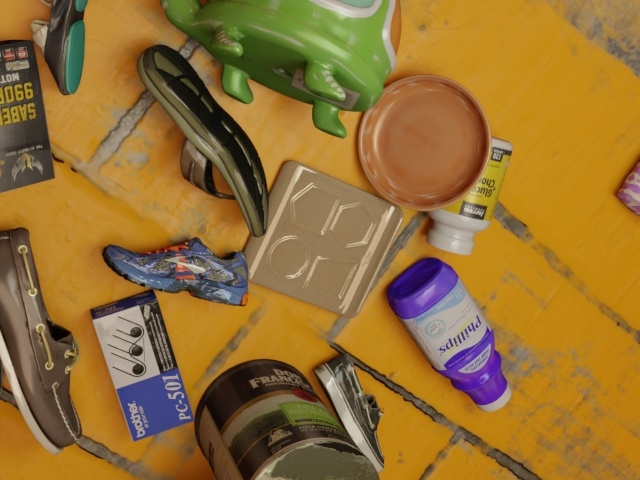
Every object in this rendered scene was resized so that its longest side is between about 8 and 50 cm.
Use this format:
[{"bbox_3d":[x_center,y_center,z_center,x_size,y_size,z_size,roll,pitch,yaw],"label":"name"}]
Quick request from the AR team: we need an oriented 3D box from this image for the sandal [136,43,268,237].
[{"bbox_3d":[-0.163,-0.131,1.259,0.086,0.120,0.303,-27,114,19],"label":"sandal"}]

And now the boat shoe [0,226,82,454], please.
[{"bbox_3d":[-0.386,0.140,1.244,0.096,0.116,0.324,-21,106,-10],"label":"boat shoe"}]

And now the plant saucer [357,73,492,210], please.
[{"bbox_3d":[0.155,-0.144,1.349,0.200,0.037,0.200,2,96,19],"label":"plant saucer"}]

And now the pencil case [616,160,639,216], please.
[{"bbox_3d":[0.588,-0.127,1.537,0.086,0.088,0.206,34,91,-24],"label":"pencil case"}]

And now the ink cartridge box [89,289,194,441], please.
[{"bbox_3d":[-0.260,0.184,1.339,0.097,0.046,0.207,-17,111,-13],"label":"ink cartridge box"}]

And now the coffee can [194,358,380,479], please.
[{"bbox_3d":[-0.056,0.319,1.328,0.201,0.275,0.202,-6,108,-19],"label":"coffee can"}]

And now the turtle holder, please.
[{"bbox_3d":[-0.045,-0.299,1.195,0.227,0.320,0.243,-68,154,-8],"label":"turtle holder"}]

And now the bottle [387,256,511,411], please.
[{"bbox_3d":[0.220,0.162,1.484,0.118,0.092,0.283,-38,115,-7],"label":"bottle"}]

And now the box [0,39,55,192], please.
[{"bbox_3d":[-0.446,-0.139,1.109,0.231,0.056,0.183,-22,115,-46],"label":"box"}]

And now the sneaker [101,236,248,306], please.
[{"bbox_3d":[-0.203,0.034,1.307,0.221,0.083,0.087,14,84,-26],"label":"sneaker"}]

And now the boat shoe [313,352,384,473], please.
[{"bbox_3d":[0.066,0.282,1.471,0.070,0.078,0.219,-29,112,-9],"label":"boat shoe"}]

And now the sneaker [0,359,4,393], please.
[{"bbox_3d":[-0.500,0.258,1.237,0.107,0.110,0.275,16,99,-24],"label":"sneaker"}]

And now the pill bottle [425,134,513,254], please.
[{"bbox_3d":[0.223,-0.076,1.408,0.103,0.103,0.184,10,102,-23],"label":"pill bottle"}]

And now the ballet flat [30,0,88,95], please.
[{"bbox_3d":[-0.331,-0.290,1.164,0.074,0.074,0.203,6,110,-22],"label":"ballet flat"}]

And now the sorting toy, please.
[{"bbox_3d":[0.000,0.000,1.389,0.208,0.038,0.193,22,97,-20],"label":"sorting toy"}]
